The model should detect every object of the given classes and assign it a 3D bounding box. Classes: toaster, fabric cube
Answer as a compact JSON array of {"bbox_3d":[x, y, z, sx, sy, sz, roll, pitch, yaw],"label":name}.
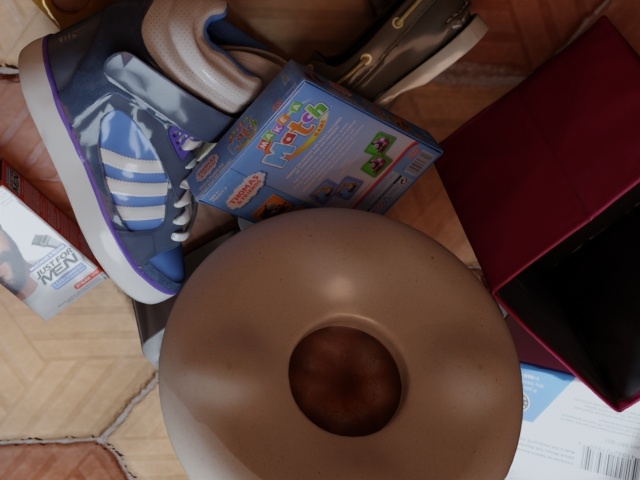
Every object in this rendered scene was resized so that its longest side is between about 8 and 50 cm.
[{"bbox_3d":[-0.107,0.086,1.614,0.168,0.110,0.186,-31,127,9],"label":"toaster"},{"bbox_3d":[0.312,-0.029,1.536,0.259,0.258,0.254,-38,124,16],"label":"fabric cube"}]

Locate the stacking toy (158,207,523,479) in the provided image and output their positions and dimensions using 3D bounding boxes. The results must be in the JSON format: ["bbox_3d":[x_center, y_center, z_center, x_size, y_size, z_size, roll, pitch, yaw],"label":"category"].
[{"bbox_3d":[-0.022,0.204,1.514,0.350,0.351,0.480,1,157,-14],"label":"stacking toy"}]

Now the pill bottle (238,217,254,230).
[{"bbox_3d":[0.000,0.000,1.570,0.103,0.103,0.184,-43,129,18],"label":"pill bottle"}]

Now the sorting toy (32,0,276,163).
[{"bbox_3d":[-0.158,-0.149,1.466,0.347,0.047,0.196,34,113,-31],"label":"sorting toy"}]

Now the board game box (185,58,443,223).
[{"bbox_3d":[-0.002,-0.073,1.399,0.160,0.039,0.211,-47,140,20],"label":"board game box"}]

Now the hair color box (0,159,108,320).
[{"bbox_3d":[-0.316,0.002,1.537,0.093,0.053,0.167,-35,125,14],"label":"hair color box"}]

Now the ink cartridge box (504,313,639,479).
[{"bbox_3d":[0.294,0.266,1.704,0.223,0.129,0.308,12,116,20],"label":"ink cartridge box"}]

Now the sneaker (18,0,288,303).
[{"bbox_3d":[-0.126,-0.091,1.401,0.236,0.130,0.323,-16,123,11],"label":"sneaker"}]

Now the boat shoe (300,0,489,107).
[{"bbox_3d":[0.023,-0.160,1.460,0.305,0.109,0.091,-36,101,6],"label":"boat shoe"}]
